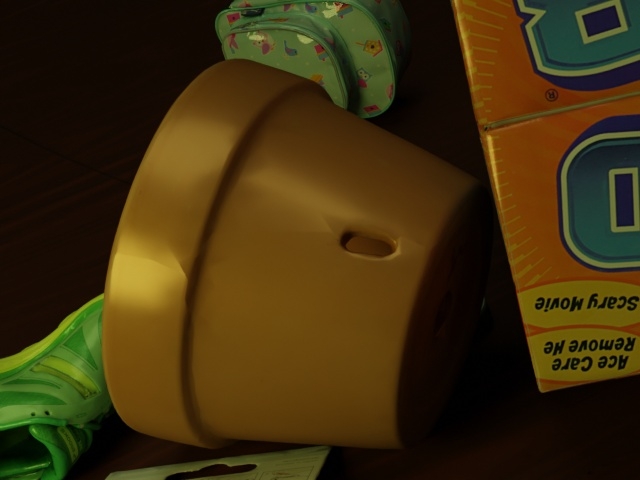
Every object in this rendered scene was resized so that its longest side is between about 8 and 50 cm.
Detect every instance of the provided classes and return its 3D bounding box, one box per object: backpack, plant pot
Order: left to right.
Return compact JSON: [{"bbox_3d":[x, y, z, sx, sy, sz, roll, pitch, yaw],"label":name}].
[{"bbox_3d":[-0.003,-0.198,1.623,0.188,0.166,0.144,-9,30,19],"label":"backpack"},{"bbox_3d":[-0.001,0.031,1.129,0.203,0.291,0.291,16,39,19],"label":"plant pot"}]

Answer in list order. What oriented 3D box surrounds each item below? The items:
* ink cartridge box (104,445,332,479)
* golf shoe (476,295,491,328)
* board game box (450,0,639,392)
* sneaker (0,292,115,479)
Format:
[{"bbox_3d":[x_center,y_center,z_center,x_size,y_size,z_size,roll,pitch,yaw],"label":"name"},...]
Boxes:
[{"bbox_3d":[-0.094,0.218,1.071,0.189,0.066,0.232,-9,8,14],"label":"ink cartridge box"},{"bbox_3d":[0.063,0.004,1.275,0.077,0.094,0.198,-31,50,-23],"label":"golf shoe"},{"bbox_3d":[0.280,-0.145,1.094,0.356,0.356,0.356,-12,12,7],"label":"board game box"},{"bbox_3d":[-0.202,0.133,1.226,0.295,0.109,0.123,-25,48,-15],"label":"sneaker"}]
